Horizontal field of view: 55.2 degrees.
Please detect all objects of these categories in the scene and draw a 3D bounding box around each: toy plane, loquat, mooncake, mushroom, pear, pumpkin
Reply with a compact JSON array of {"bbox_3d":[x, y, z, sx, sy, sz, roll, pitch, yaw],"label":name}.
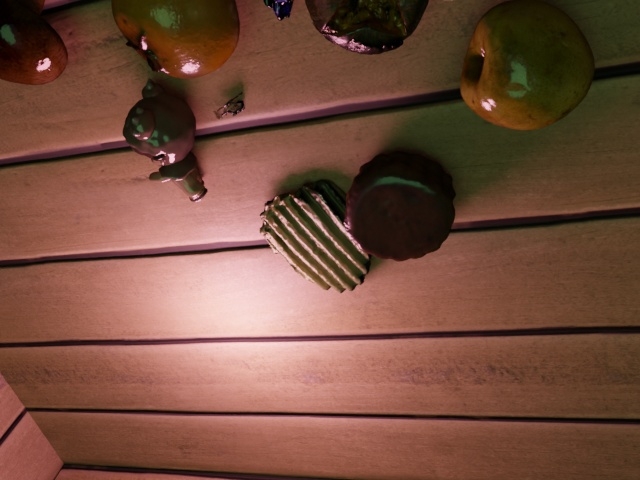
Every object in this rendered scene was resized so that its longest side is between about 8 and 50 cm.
[{"bbox_3d":[-0.270,-0.398,1.847,0.120,0.031,0.049,-28,107,28],"label":"toy plane"},{"bbox_3d":[-0.355,-0.598,1.578,0.328,0.359,0.328,30,167,7],"label":"loquat"},{"bbox_3d":[0.233,-0.107,1.807,0.324,0.187,0.324,7,127,9],"label":"mooncake"},{"bbox_3d":[-0.879,-0.644,1.761,0.331,0.356,0.334,9,163,7],"label":"mushroom"},{"bbox_3d":[0.496,-0.409,1.459,0.304,0.304,0.304,8,125,11],"label":"pear"},{"bbox_3d":[0.105,-0.595,1.427,0.320,0.192,0.320,-4,131,-4],"label":"pumpkin"}]

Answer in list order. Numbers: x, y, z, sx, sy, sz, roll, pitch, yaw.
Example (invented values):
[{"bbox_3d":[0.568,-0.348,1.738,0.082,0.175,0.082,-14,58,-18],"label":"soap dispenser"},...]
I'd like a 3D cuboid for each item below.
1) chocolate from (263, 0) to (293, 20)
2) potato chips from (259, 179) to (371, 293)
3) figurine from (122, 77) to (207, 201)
[{"bbox_3d":[-0.104,-0.728,1.526,0.148,0.126,0.343,36,142,41],"label":"chocolate"},{"bbox_3d":[0.000,0.000,2.025,0.358,0.070,0.429,-31,110,34],"label":"potato chips"},{"bbox_3d":[-0.456,-0.286,1.874,0.203,0.248,0.381,-7,134,14],"label":"figurine"}]
